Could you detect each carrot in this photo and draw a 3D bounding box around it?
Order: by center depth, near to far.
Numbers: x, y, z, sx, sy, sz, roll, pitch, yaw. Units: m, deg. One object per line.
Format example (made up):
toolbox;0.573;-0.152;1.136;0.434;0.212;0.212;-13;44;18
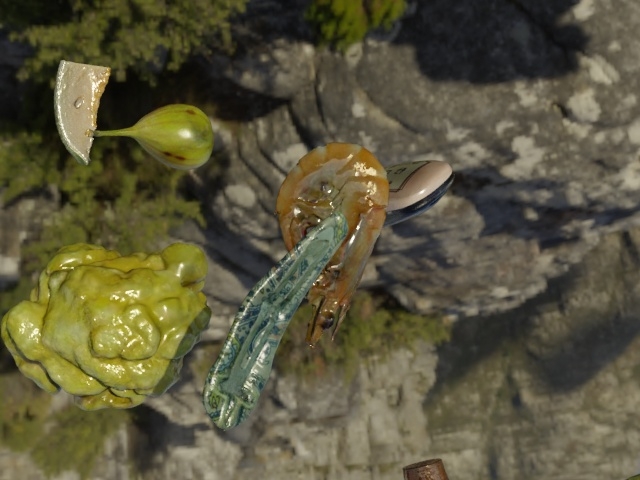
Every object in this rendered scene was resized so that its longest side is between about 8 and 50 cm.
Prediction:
carrot;0.178;0.416;1.451;0.087;0.194;0.087;-18;164;-5

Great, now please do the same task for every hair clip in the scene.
hair clip;-0.043;0.071;0.929;0.066;0.229;0.036;37;170;-33

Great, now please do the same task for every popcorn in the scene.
popcorn;-0.263;0.103;1.279;0.241;0.235;0.250;-39;-176;-39

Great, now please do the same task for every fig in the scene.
fig;-0.216;-0.152;1.312;0.166;0.093;0.093;23;146;-26

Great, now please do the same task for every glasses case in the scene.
glasses case;0.088;-0.067;1.586;0.122;0.075;0.314;-41;-162;-30

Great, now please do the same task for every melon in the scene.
melon;-0.443;-0.232;1.802;0.097;0.182;0.054;11;176;7

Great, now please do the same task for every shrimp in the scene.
shrimp;0.000;0.000;1.365;0.152;0.287;0.063;19;173;-3

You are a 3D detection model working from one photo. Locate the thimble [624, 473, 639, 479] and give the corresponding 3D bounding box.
thimble;0.336;0.306;0.774;0.288;0.254;0.167;9;-175;-5
